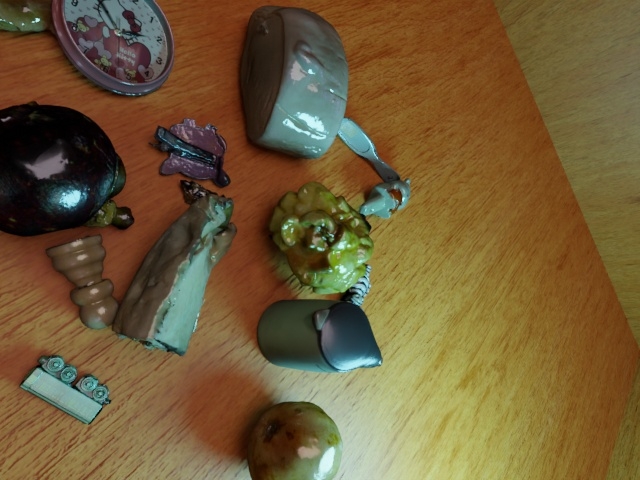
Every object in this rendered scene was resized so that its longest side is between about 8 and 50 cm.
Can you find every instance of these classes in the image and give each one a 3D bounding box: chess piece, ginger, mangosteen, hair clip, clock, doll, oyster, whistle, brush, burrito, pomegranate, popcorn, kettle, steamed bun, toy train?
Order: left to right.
[{"bbox_3d":[-0.588,-0.434,0.719,0.294,0.086,0.131,-20,82,-45],"label":"ginger"},{"bbox_3d":[-0.442,-0.093,0.691,0.232,0.231,0.289,-63,143,-26],"label":"mangosteen"},{"bbox_3d":[-0.446,0.264,0.716,0.148,0.038,0.071,45,62,-22],"label":"toy train"},{"bbox_3d":[-0.424,0.081,0.735,0.094,0.094,0.171,-20,97,-37],"label":"chess piece"},{"bbox_3d":[-0.419,-0.428,0.835,0.244,0.056,0.245,1,89,-47],"label":"clock"},{"bbox_3d":[-0.277,0.055,0.802,0.135,0.190,0.332,14,63,9],"label":"burrito"},{"bbox_3d":[-0.293,-0.208,0.914,0.186,0.056,0.146,13,73,-43],"label":"hair clip"},{"bbox_3d":[-0.263,-0.086,0.920,0.132,0.029,0.086,14,74,-36],"label":"oyster"},{"bbox_3d":[-0.057,0.452,0.866,0.206,0.207,0.208,7,77,-35],"label":"pomegranate"},{"bbox_3d":[-0.051,-0.416,1.007,0.246,0.236,0.385,7,78,-37],"label":"steamed bun"},{"bbox_3d":[0.000,0.000,0.991,0.286,0.215,0.252,52,34,-12],"label":"popcorn"},{"bbox_3d":[0.007,0.226,0.923,0.240,0.255,0.165,38,59,-25],"label":"kettle"},{"bbox_3d":[0.091,0.157,1.113,0.091,0.067,0.220,36,64,-30],"label":"doll"},{"bbox_3d":[0.152,-0.283,1.250,0.296,0.068,0.060,41,38,-28],"label":"brush"},{"bbox_3d":[0.202,-0.127,1.220,0.253,0.105,0.102,-24,118,-43],"label":"whistle"}]
